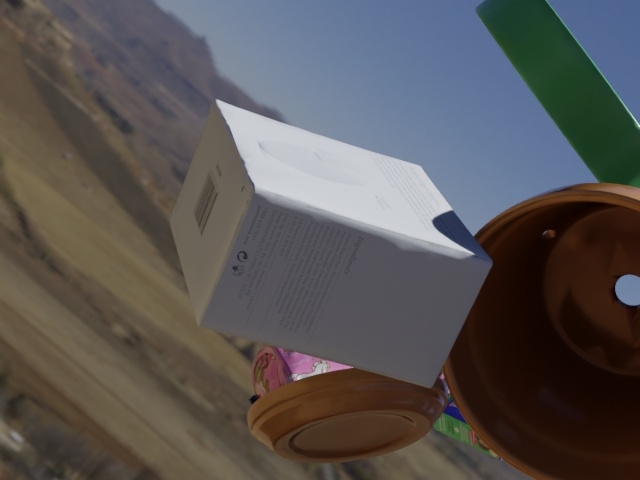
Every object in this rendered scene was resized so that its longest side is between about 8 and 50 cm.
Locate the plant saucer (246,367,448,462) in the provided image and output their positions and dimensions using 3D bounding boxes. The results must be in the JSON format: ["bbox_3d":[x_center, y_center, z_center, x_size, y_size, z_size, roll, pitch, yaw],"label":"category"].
[{"bbox_3d":[0.028,0.176,1.295,0.200,0.200,0.037,39,37,-56],"label":"plant saucer"}]

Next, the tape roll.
[{"bbox_3d":[0.312,-0.176,1.619,0.321,0.077,0.321,49,13,-15],"label":"tape roll"}]

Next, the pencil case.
[{"bbox_3d":[0.084,0.202,2.084,0.160,0.386,0.167,57,-33,32],"label":"pencil case"}]

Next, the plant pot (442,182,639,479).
[{"bbox_3d":[0.280,0.074,1.281,0.291,0.291,0.203,41,26,10],"label":"plant pot"}]

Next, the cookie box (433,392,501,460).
[{"bbox_3d":[0.209,0.220,1.666,0.107,0.092,0.040,20,-51,39],"label":"cookie box"}]

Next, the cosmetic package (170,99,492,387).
[{"bbox_3d":[0.000,0.000,1.189,0.224,0.138,0.224,16,20,-19],"label":"cosmetic package"}]
